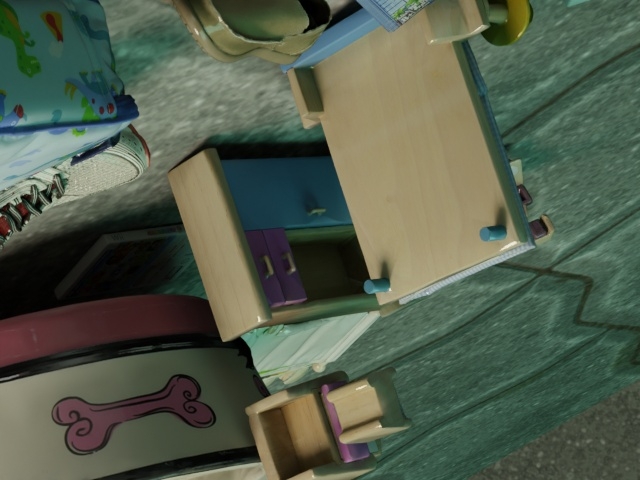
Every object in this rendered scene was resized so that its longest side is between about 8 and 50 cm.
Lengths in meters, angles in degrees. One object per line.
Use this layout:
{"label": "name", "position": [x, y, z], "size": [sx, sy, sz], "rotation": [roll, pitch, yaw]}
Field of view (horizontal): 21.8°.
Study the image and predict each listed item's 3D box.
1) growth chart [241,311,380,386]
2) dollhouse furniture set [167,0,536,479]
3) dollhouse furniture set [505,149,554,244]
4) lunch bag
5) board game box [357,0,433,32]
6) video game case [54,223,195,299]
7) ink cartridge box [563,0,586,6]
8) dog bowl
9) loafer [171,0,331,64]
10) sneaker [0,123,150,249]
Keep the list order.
{"label": "growth chart", "position": [-0.036, 0.115, 1.758], "size": [0.237, 0.021, 0.172], "rotation": [-5, 151, -49]}
{"label": "dollhouse furniture set", "position": [0.087, -0.005, 1.203], "size": [0.303, 0.286, 0.198], "rotation": [-29, 165, 40]}
{"label": "dollhouse furniture set", "position": [0.148, -0.031, 1.560], "size": [0.114, 0.091, 0.081], "rotation": [-24, 146, -3]}
{"label": "lunch bag", "position": [-0.215, -0.063, 0.863], "size": [0.176, 0.090, 0.219], "rotation": [-19, 178, 29]}
{"label": "board game box", "position": [0.054, -0.214, 0.966], "size": [0.194, 0.060, 0.194], "rotation": [-37, 160, 25]}
{"label": "video game case", "position": [-0.148, 0.015, 1.357], "size": [0.122, 0.011, 0.087], "rotation": [-9, 154, -45]}
{"label": "ink cartridge box", "position": [0.220, -0.232, 1.154], "size": [0.099, 0.056, 0.135], "rotation": [-20, 159, -25]}
{"label": "dog bowl", "position": [-0.223, 0.165, 1.326], "size": [0.408, 0.150, 0.408], "rotation": [-16, 167, -4]}
{"label": "loafer", "position": [-0.041, -0.143, 1.034], "size": [0.050, 0.056, 0.148], "rotation": [-37, 169, 22]}
{"label": "sneaker", "position": [-0.211, -0.015, 1.021], "size": [0.225, 0.092, 0.088], "rotation": [-19, 152, -7]}
